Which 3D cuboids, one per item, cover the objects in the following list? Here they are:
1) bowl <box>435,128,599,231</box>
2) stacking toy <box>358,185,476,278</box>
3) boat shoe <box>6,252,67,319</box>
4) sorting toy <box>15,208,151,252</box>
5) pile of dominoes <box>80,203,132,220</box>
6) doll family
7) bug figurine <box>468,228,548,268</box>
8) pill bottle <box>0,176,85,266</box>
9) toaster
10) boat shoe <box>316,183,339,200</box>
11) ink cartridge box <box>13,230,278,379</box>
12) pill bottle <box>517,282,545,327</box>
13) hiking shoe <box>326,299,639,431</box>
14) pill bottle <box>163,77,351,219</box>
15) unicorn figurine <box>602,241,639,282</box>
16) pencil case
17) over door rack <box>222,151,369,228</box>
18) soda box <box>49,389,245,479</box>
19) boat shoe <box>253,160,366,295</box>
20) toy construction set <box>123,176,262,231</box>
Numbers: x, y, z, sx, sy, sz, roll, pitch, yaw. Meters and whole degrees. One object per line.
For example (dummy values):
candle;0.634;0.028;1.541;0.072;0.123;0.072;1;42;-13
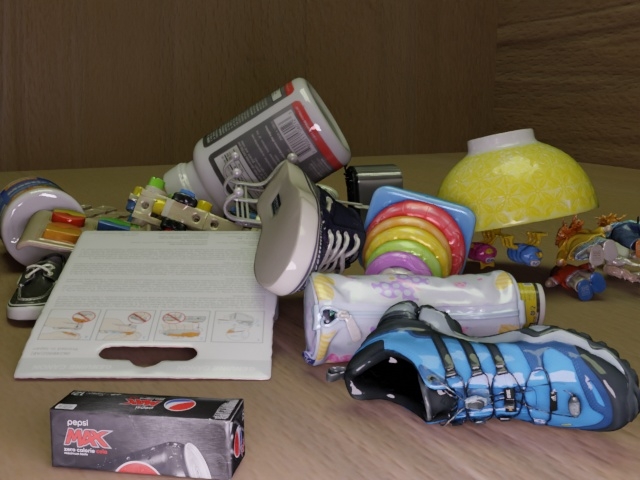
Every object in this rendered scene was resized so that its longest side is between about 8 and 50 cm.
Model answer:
bowl;0.327;-0.108;1.488;0.290;0.156;0.289;-10;2;0
stacking toy;0.124;0.051;1.265;0.175;0.165;0.302;16;25;7
boat shoe;-0.426;0.067;1.291;0.078;0.070;0.219;-1;11;-8
sorting toy;-0.391;-0.014;1.436;0.208;0.038;0.193;7;15;-13
pile of dominoes;-0.575;-0.029;1.932;0.251;0.040;0.196;-20;22;-40
doll family;0.492;0.001;1.440;0.263;0.118;0.163;-16;11;-4
bug figurine;0.257;0.025;1.539;0.279;0.072;0.216;-5;7;-12
pill bottle;-0.546;-0.043;1.640;0.152;0.152;0.272;-5;13;-25
toaster;0.111;-0.083;1.800;0.110;0.185;0.168;-5;11;-3
boat shoe;-0.069;-0.093;2.153;0.228;0.079;0.081;-1;19;17
ink cartridge box;-0.212;0.104;1.177;0.308;0.091;0.385;1;28;-2
pill bottle;0.255;0.092;1.211;0.116;0.065;0.065;1;11;1
hiking shoe;0.163;0.152;0.862;0.304;0.113;0.132;6;31;40
pill bottle;-0.136;-0.165;1.798;0.363;0.210;0.210;-31;7;10
unicorn figurine;0.551;0.030;1.558;0.111;0.060;0.162;6;12;25
pencil case;0.110;0.092;1.054;0.273;0.113;0.124;0;-22;-11
over door rack;-0.018;-0.069;1.569;0.324;0.108;0.239;20;18;-13
soda box;-0.156;0.175;0.774;0.169;0.060;0.053;2;10;9
boat shoe;0.000;0.000;1.227;0.158;0.127;0.340;31;21;-17
toy construction set;-0.226;-0.026;1.640;0.328;0.151;0.215;6;-13;-6
